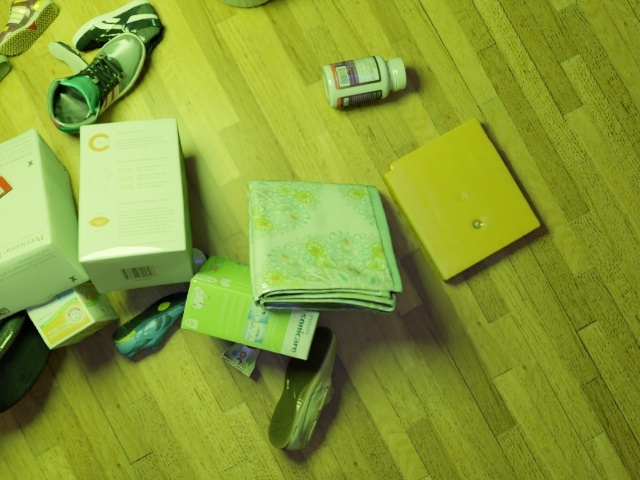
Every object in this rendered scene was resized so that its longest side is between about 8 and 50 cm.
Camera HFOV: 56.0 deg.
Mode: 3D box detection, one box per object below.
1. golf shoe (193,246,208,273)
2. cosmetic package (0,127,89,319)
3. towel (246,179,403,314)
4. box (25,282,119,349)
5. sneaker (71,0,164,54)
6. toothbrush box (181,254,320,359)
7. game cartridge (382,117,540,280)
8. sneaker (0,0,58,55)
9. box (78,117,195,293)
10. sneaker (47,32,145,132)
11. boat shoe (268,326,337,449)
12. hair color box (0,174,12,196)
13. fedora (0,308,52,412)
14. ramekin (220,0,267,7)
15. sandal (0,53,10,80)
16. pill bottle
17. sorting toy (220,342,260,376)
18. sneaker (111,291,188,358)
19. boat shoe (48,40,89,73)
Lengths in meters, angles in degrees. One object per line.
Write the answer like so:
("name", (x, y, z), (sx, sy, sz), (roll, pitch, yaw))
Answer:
("golf shoe", (-0.366, 0.031, 1.442), (0.198, 0.094, 0.077), (18, 84, -3))
("cosmetic package", (-0.661, -0.043, 1.310), (0.217, 0.156, 0.385), (-26, 51, -6))
("towel", (0.000, 0.000, 1.358), (0.321, 0.090, 0.374), (4, 46, -14))
("box", (-0.555, 0.166, 1.365), (0.114, 0.203, 0.103), (-32, 88, -5))
("sneaker", (-0.491, -0.496, 1.482), (0.217, 0.079, 0.121), (-32, 89, -5))
("toothbrush box", (-0.148, 0.146, 1.376), (0.283, 0.206, 0.122), (13, 104, -2))
("game cartridge", (0.349, -0.105, 1.515), (0.285, 0.052, 0.323), (-29, 85, -5))
("sneaker", (-0.739, -0.538, 1.483), (0.084, 0.069, 0.185), (40, 79, 9))
("box", (-0.408, -0.081, 1.344), (0.215, 0.168, 0.345), (-6, 63, -8))
("sneaker", (-0.526, -0.365, 1.395), (0.124, 0.178, 0.295), (40, 95, -17))
("boat shoe", (-0.024, 0.354, 1.440), (0.098, 0.109, 0.302), (26, 83, -40))
("hair color box", (-0.721, -0.130, 1.267), (0.141, 0.043, 0.072), (32, 66, 31))
("fedora", (-0.726, 0.274, 1.354), (0.334, 0.334, 0.152), (-47, 123, -5))
("ramekin", (-0.194, -0.710, 1.490), (0.273, 0.127, 0.272), (0, 85, -2))
("sandal", (-0.826, -0.308, 1.436), (0.086, 0.120, 0.302), (34, 84, -14))
("pill bottle", (0.108, -0.397, 1.492), (0.194, 0.108, 0.108), (-11, 86, -4))
("sorting toy", (-0.186, 0.276, 1.460), (0.083, 0.045, 0.075), (35, 77, 0))
("sneaker", (-0.393, 0.204, 1.449), (0.209, 0.069, 0.082), (-35, 121, -13))
("boat shoe", (-0.612, -0.451, 1.492), (0.125, 0.038, 0.046), (33, 128, 1))
